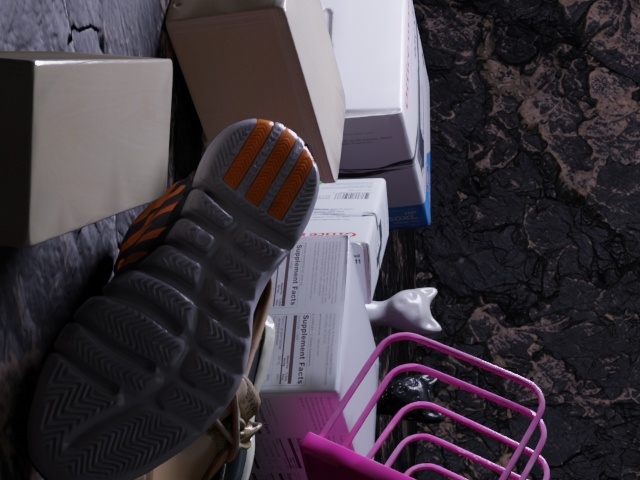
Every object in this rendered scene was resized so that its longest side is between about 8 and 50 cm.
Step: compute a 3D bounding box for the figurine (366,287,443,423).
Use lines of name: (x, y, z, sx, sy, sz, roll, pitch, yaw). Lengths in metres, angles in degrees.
figurine: (0.063, 0.156, 1.813, 0.092, 0.209, 0.215, 70, 20, -61)

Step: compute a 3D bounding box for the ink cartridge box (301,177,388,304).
ink cartridge box: (0.000, 0.000, 1.655, 0.208, 0.153, 0.087, -69, 156, -65)

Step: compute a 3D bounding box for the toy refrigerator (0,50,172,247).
toy refrigerator: (-0.175, -0.067, 0.832, 0.269, 0.094, 0.102, -41, 135, -77)

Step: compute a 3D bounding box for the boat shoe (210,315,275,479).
boat shoe: (-0.107, 0.170, 1.278, 0.079, 0.084, 0.233, 26, 63, -35)

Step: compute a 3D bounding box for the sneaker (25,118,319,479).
sneaker: (-0.120, 0.062, 1.009, 0.321, 0.124, 0.180, -55, -170, -28)

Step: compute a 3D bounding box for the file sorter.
file sorter: (0.127, 0.263, 1.406, 0.182, 0.202, 0.291, -53, 151, -30)

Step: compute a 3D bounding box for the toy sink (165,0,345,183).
toy sink: (-0.064, -0.183, 1.385, 0.153, 0.131, 0.234, -83, 161, -44)

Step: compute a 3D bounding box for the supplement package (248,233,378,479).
supplement package: (-0.023, 0.150, 1.503, 0.262, 0.145, 0.204, 76, 15, -52)

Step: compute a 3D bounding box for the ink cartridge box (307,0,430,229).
ink cartridge box: (0.077, -0.224, 2.110, 0.395, 0.166, 0.286, 66, 23, -64)

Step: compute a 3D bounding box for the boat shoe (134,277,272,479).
boat shoe: (-0.108, 0.132, 1.109, 0.341, 0.110, 0.122, -82, 166, -47)
